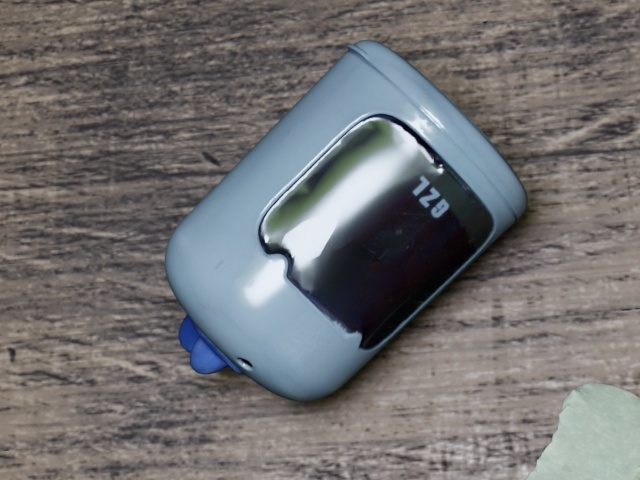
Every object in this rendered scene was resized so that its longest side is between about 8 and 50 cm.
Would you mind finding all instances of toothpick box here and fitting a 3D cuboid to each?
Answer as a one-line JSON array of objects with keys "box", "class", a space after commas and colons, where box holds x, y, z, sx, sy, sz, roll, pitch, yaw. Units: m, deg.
[{"box": [0.000, 0.000, 1.788, 0.355, 0.263, 0.263, -45, 71, -1], "class": "toothpick box"}]

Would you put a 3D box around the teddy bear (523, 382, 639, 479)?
[{"box": [0.197, 0.377, 1.706, 0.327, 0.375, 0.362, 35, 127, 18], "class": "teddy bear"}]
